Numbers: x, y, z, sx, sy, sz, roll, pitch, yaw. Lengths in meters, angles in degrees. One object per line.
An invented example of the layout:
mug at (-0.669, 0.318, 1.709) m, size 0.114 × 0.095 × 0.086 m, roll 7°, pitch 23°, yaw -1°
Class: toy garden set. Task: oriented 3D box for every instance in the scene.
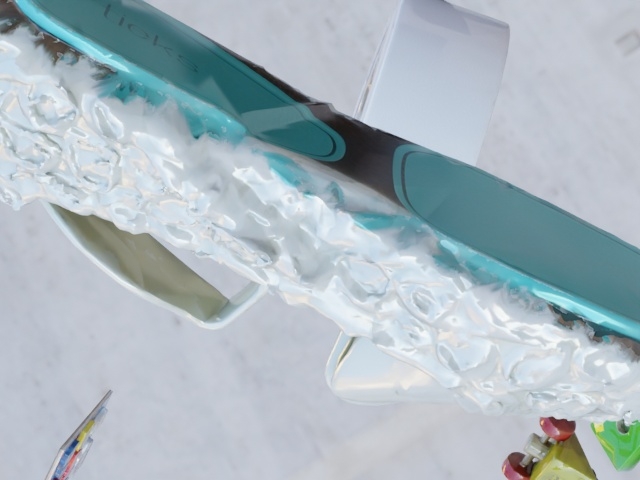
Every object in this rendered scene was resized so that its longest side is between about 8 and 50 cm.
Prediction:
toy garden set at (0.236, 0.170, 1.139) m, size 0.049 × 0.204 × 0.244 m, roll 3°, pitch -137°, yaw -35°

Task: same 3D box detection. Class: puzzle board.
puzzle board at (-0.236, 0.209, 1.518) m, size 0.011 × 0.128 × 0.096 m, roll 33°, pitch -142°, yaw 4°

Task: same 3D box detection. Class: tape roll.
tape roll at (0.071, -0.073, 1.408) m, size 0.100 × 0.286 × 0.286 m, roll 18°, pitch -175°, yaw -2°

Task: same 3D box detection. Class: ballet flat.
ballet flat at (0.000, 0.000, 0.791) m, size 0.409 × 0.147 × 0.147 m, roll 28°, pitch -175°, yaw -3°
